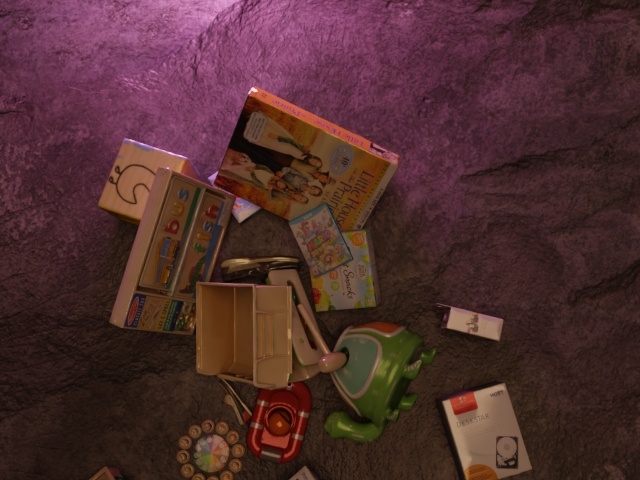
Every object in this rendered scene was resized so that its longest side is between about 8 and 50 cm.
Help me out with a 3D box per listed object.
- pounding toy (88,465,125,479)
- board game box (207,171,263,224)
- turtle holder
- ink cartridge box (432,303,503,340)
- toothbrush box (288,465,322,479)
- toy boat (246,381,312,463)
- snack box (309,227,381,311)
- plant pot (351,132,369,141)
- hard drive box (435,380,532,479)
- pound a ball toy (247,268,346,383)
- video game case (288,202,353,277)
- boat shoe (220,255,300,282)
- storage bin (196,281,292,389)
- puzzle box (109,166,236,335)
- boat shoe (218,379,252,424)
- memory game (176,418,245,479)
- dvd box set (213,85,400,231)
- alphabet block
[{"bbox_3d":[-0.542,0.672,1.772,0.141,0.100,0.130,-39,69,-8],"label":"pounding toy"},{"bbox_3d":[-0.187,-0.169,1.920,0.211,0.039,0.160,-35,84,-4],"label":"board game box"},{"bbox_3d":[0.141,0.359,1.769,0.227,0.243,0.320,25,121,19],"label":"turtle holder"},{"bbox_3d":[0.390,0.223,1.832,0.181,0.104,0.062,14,81,2],"label":"ink cartridge box"},{"bbox_3d":[-0.073,0.755,1.687,0.295,0.126,0.216,-41,42,-6],"label":"toothbrush box"},{"bbox_3d":[-0.105,0.469,1.765,0.151,0.151,0.231,14,82,-2],"label":"toy boat"},{"bbox_3d":[0.062,0.079,1.822,0.174,0.070,0.207,-6,97,19],"label":"snack box"},{"bbox_3d":[0.065,-0.199,1.892,0.237,0.110,0.237,0,80,0],"label":"plant pot"},{"bbox_3d":[0.431,0.513,1.798,0.181,0.089,0.232,-16,82,-3],"label":"hard drive box"},{"bbox_3d":[-0.043,0.222,1.748,0.135,0.208,0.319,0,57,-41],"label":"pound a ball toy"},{"bbox_3d":[0.000,0.000,1.787,0.119,0.015,0.166,-27,86,19],"label":"video game case"},{"bbox_3d":[-0.166,0.081,1.867,0.223,0.080,0.073,-3,87,4],"label":"boat shoe"},{"bbox_3d":[-0.200,0.237,1.731,0.123,0.262,0.260,2,87,-42],"label":"storage bin"},{"bbox_3d":[-0.375,0.038,1.758,0.052,0.272,0.409,15,87,32],"label":"puzzle box"},{"bbox_3d":[-0.237,0.434,1.825,0.043,0.049,0.137,-37,90,-9],"label":"boat shoe"},{"bbox_3d":[-0.295,0.576,1.820,0.186,0.012,0.186,0,81,0],"label":"memory game"},{"bbox_3d":[-0.044,-0.183,1.789,0.420,0.062,0.308,25,127,-6],"label":"dvd box set"},{"bbox_3d":[-0.460,-0.138,1.837,0.192,0.193,0.197,17,82,4],"label":"alphabet block"}]
